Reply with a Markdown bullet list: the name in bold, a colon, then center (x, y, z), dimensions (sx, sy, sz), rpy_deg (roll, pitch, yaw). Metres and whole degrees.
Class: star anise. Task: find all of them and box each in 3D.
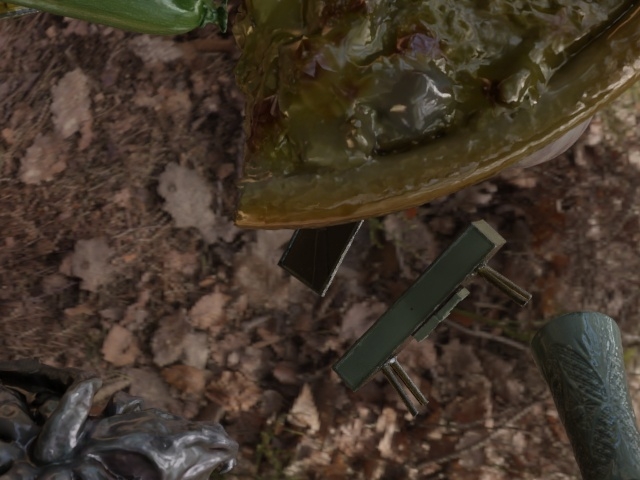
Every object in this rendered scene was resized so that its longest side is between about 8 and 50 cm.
- **star anise**: center (-0.243, 0.196, 0.829), dimensions (0.359, 0.316, 0.139), rpy_deg (-14, 131, -14)

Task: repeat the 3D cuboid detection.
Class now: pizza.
- **pizza**: center (0.063, -0.143, 0.583), dimensions (0.323, 0.089, 0.223), rpy_deg (-28, 73, -3)

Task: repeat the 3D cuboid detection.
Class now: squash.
- **squash**: center (-0.289, -0.309, 1.164), dimensions (0.395, 0.107, 0.107), rpy_deg (11, 82, -23)

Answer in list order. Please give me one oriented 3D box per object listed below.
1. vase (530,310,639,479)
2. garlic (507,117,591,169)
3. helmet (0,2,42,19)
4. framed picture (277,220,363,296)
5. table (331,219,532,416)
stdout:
- **vase**: center (0.277, 0.182, 1.010), dimensions (0.096, 0.096, 0.219), rpy_deg (27, 36, -27)
- **garlic**: center (0.165, -0.207, 1.144), dimensions (0.317, 0.259, 0.318), rpy_deg (11, 55, -17)
- **helmet**: center (-0.439, -0.376, 1.388), dimensions (0.257, 0.205, 0.140), rpy_deg (-20, 114, -25)
- **framed picture**: center (0.000, 0.000, 1.627), dimensions (0.011, 0.109, 0.149), rpy_deg (15, 106, -51)
- **table**: center (0.144, 0.099, 1.217), dimensions (0.111, 0.121, 0.240), rpy_deg (44, 103, 10)
